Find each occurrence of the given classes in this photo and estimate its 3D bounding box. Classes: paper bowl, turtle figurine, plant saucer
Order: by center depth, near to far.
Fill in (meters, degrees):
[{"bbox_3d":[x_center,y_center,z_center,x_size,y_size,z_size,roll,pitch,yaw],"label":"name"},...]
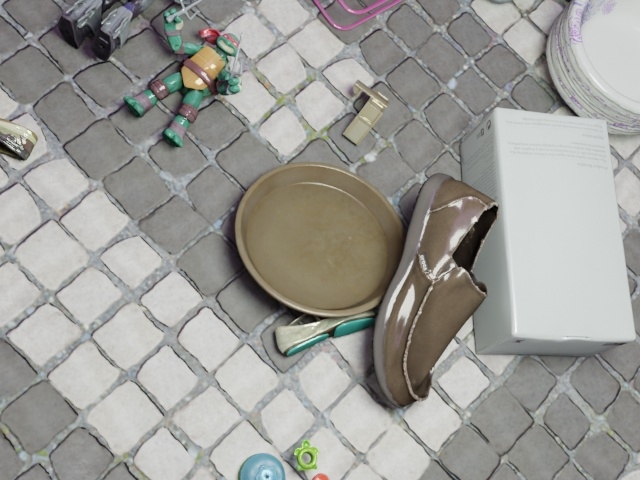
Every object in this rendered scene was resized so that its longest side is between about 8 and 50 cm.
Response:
[{"bbox_3d":[0.000,0.000,1.301,0.278,0.041,0.278,8,58,-12],"label":"plant saucer"},{"bbox_3d":[-0.193,-0.270,1.323,0.175,0.118,0.234,36,82,14],"label":"turtle figurine"},{"bbox_3d":[0.548,-0.327,1.521,0.284,0.148,0.284,5,71,-14],"label":"paper bowl"}]

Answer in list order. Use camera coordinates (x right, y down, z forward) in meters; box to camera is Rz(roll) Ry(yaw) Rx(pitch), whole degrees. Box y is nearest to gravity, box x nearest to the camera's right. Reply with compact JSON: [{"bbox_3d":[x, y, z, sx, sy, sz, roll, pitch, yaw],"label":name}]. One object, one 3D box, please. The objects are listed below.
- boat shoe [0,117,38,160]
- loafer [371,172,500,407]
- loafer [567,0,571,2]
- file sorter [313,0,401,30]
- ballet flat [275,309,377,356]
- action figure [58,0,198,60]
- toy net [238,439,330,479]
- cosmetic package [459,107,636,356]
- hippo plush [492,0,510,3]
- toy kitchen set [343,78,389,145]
[{"bbox_3d":[-0.503,-0.161,1.235,0.152,0.056,0.049,15,64,-10],"label":"boat shoe"},{"bbox_3d":[0.179,0.078,1.249,0.130,0.134,0.366,12,85,31],"label":"loafer"},{"bbox_3d":[0.574,-0.492,1.619,0.220,0.078,0.080,7,71,-13],"label":"loafer"},{"bbox_3d":[0.093,-0.514,1.387,0.202,0.290,0.182,-34,87,-22],"label":"file sorter"},{"bbox_3d":[0.009,0.127,1.281,0.168,0.057,0.052,-17,67,-20],"label":"ballet flat"},{"bbox_3d":[-0.295,-0.415,1.354,0.185,0.099,0.285,30,63,6],"label":"action figure"},{"bbox_3d":[-0.033,0.411,1.184,0.122,0.045,0.232,-12,78,-20],"label":"toy net"},{"bbox_3d":[0.364,-0.008,1.367,0.217,0.156,0.385,5,72,-13],"label":"cosmetic package"},{"bbox_3d":[0.362,-0.578,1.524,0.236,0.294,0.234,54,35,-14],"label":"hippo plush"},{"bbox_3d":[0.066,-0.223,1.422,0.068,0.075,0.083,37,27,-4],"label":"toy kitchen set"}]
